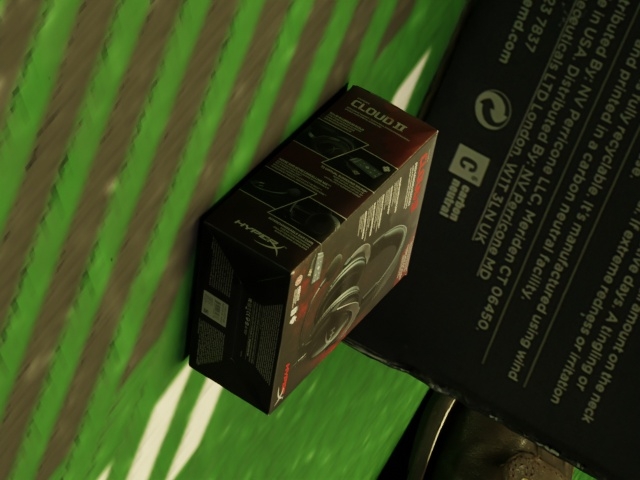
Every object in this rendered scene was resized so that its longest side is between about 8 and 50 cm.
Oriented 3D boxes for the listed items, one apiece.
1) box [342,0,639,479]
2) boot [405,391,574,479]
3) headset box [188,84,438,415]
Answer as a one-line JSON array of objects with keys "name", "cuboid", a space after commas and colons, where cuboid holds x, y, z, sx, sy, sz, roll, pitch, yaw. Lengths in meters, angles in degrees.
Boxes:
[{"name": "box", "cuboid": [0.234, 0.002, 0.740, 0.343, 0.312, 0.179, -21, 138, -63]}, {"name": "boot", "cuboid": [0.123, 0.167, 0.830, 0.263, 0.229, 0.091, -54, 161, -15]}, {"name": "headset box", "cuboid": [0.000, 0.000, 0.568, 0.083, 0.032, 0.062, -43, 155, -39]}]
